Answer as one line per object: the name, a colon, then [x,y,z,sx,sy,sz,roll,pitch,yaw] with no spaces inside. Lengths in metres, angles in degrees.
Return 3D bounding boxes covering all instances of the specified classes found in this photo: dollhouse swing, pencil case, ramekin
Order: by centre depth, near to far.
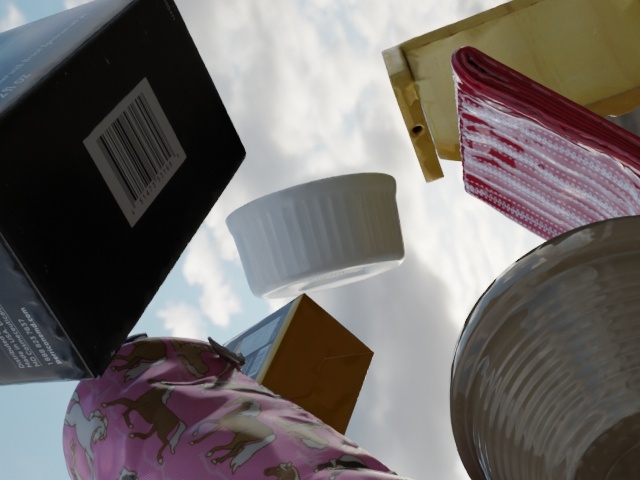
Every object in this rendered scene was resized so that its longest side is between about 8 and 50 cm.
pencil case: [-0.043,0.191,0.637,0.160,0.386,0.167,7,-81,-40]
dollhouse swing: [0.293,-0.157,1.144,0.315,0.347,0.305,62,-168,-49]
ramekin: [0.000,0.000,1.375,0.277,0.277,0.135,9,-115,-68]

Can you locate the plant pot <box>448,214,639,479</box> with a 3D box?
plant pot: [0.193,0.113,0.506,0.110,0.237,0.237,-69,-40,-67]

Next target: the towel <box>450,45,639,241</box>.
towel: [0.197,-0.048,0.741,0.031,0.199,0.275,-52,-20,-9]

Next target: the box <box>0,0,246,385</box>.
box: [-0.263,-0.039,0.687,0.182,0.294,0.296,65,-152,-28]

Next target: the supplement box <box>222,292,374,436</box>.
supplement box: [-0.063,0.206,1.120,0.129,0.194,0.191,41,-137,-15]
